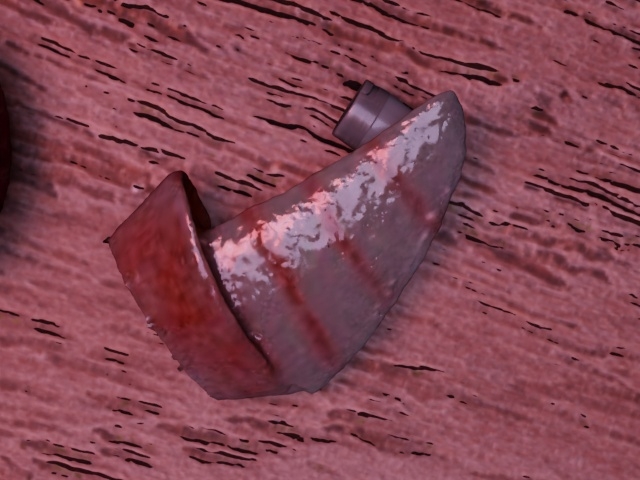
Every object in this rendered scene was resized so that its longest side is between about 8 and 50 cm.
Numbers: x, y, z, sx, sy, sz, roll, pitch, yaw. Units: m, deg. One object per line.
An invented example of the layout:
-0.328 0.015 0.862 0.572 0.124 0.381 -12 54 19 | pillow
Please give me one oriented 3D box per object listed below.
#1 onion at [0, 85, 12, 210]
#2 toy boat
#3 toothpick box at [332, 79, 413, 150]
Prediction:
-0.337 -0.068 0.752 0.248 0.161 0.248 0 106 2 | onion
0.000 0.000 0.792 0.282 0.096 0.206 -32 104 6 | toy boat
0.057 -0.081 0.813 0.083 0.052 0.052 32 94 -6 | toothpick box
